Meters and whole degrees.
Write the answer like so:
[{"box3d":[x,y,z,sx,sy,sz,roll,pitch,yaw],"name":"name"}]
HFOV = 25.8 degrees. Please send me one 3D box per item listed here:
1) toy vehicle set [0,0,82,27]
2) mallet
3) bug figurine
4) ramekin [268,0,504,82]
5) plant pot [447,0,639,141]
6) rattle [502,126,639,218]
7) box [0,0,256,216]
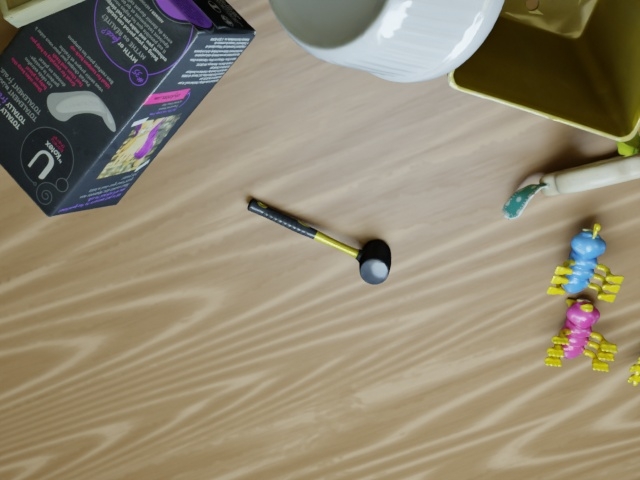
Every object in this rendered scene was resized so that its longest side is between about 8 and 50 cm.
[{"box3d":[-0.274,-0.367,1.402,0.166,0.035,0.266,-20,80,9],"name":"toy vehicle set"},{"box3d":[0.000,0.000,1.685,0.190,0.062,0.039,22,114,-13],"name":"mallet"},{"box3d":[0.394,0.082,1.741,0.279,0.072,0.216,11,124,-13],"name":"bug figurine"},{"box3d":[0.053,-0.293,1.400,0.127,0.273,0.272,-7,127,-42],"name":"ramekin"},{"box3d":[0.257,-0.262,1.483,0.212,0.187,0.212,16,117,-11],"name":"plant pot"},{"box3d":[0.292,-0.111,1.636,0.200,0.130,0.142,-10,110,33],"name":"rattle"},{"box3d":[-0.229,-0.178,1.502,0.165,0.143,0.270,47,111,10],"name":"box"}]
